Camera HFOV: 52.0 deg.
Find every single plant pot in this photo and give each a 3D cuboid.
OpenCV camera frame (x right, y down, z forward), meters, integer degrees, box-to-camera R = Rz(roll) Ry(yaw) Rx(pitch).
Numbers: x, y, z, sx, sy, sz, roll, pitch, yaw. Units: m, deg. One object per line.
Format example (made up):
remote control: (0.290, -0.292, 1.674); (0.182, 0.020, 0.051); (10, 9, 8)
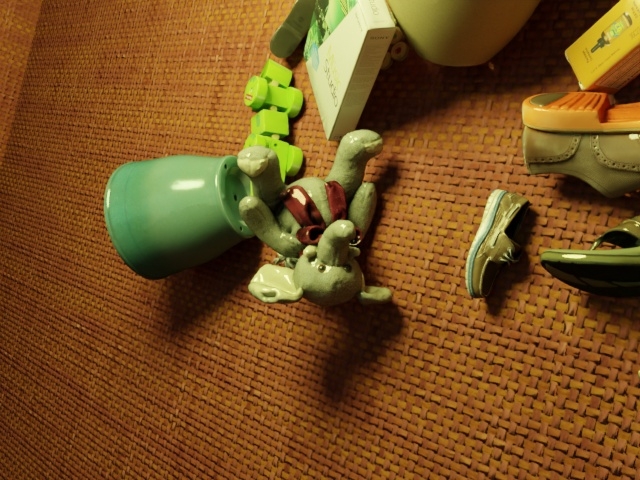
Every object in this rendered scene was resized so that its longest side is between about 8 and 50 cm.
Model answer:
plant pot: (0.232, -0.401, 1.085); (0.284, 0.284, 0.190); (35, 139, 39)
plant pot: (-0.278, -0.069, 1.426); (0.255, 0.272, 0.271); (-13, 72, 23)

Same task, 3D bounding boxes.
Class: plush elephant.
plush elephant: (0.000, 0.000, 1.174); (0.255, 0.272, 0.329); (-121, 33, -46)

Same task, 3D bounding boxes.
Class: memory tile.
memory tile: (0.106, -0.384, 1.324); (0.148, 0.012, 0.113); (-25, 65, 34)

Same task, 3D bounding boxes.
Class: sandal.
sandal: (0.458, 0.012, 0.893); (0.303, 0.120, 0.086); (-12, 56, 31)

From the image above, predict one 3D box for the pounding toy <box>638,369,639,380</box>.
pounding toy: (0.487, 0.214, 0.836); (0.130, 0.100, 0.141); (-32, 63, 15)

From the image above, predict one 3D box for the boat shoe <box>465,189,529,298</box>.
boat shoe: (0.286, 0.009, 1.053); (0.066, 0.066, 0.183); (15, 90, 39)

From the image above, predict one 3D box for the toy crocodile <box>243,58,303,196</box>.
toy crocodile: (-0.110, -0.235, 1.408); (0.105, 0.115, 0.340); (-21, 64, 56)

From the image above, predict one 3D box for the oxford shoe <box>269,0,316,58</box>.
oxford shoe: (-0.032, -0.491, 1.430); (0.212, 0.076, 0.076); (-42, 17, 14)

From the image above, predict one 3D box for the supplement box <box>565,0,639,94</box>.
supplement box: (0.462, -0.307, 0.919); (0.233, 0.080, 0.078); (-43, 54, 49)

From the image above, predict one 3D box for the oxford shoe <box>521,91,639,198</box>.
oxford shoe: (0.466, -0.126, 0.923); (0.364, 0.130, 0.132); (15, 123, 34)

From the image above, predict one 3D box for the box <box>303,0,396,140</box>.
box: (0.042, -0.370, 1.227); (0.322, 0.059, 0.232); (115, 144, -61)
